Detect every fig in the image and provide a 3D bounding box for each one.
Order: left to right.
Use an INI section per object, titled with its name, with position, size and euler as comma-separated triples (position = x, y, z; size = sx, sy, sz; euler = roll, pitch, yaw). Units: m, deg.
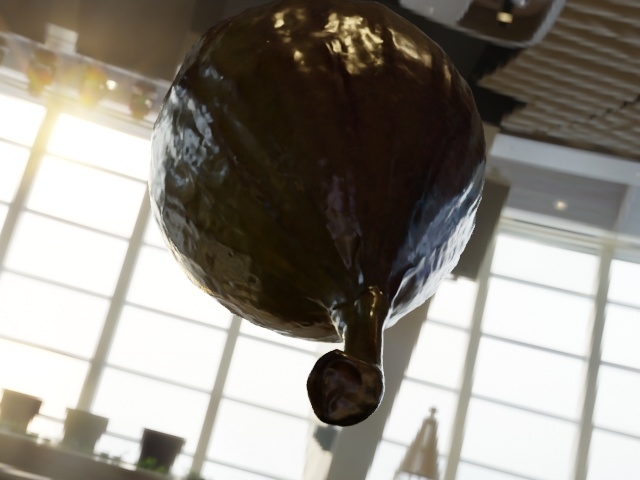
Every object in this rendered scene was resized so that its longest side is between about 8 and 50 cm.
[fig]
position = 0.000, 0.000, 0.542
size = 0.217, 0.217, 0.321
euler = 17, 32, -13
